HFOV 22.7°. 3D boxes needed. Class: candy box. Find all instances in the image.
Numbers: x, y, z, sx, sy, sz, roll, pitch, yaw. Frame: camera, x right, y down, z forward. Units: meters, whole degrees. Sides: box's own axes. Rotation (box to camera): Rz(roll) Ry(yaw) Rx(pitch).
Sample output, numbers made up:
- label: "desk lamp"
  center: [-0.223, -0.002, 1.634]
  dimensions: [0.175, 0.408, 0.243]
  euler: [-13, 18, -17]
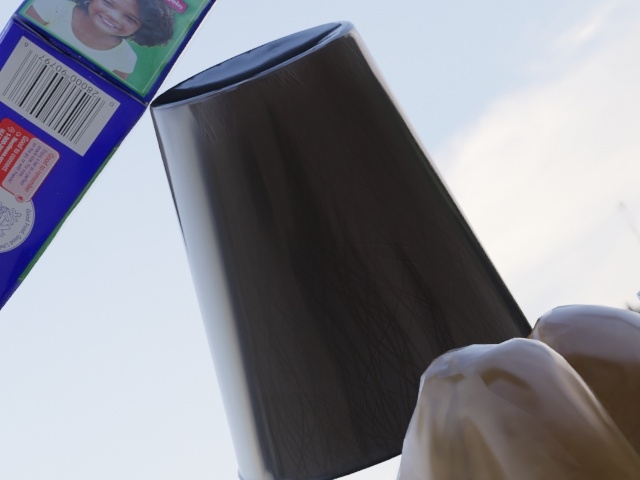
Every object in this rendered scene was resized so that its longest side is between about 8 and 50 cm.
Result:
- label: "candy box"
  center: [-0.189, -0.137, 1.266]
  dimensions: [0.268, 0.122, 0.317]
  euler: [-47, 14, 39]

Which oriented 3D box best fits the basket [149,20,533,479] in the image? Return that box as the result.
- label: "basket"
  center: [0.000, 0.000, 0.938]
  dimensions: [0.204, 0.227, 0.154]
  euler: [-27, 14, -14]

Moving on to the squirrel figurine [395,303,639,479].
- label: "squirrel figurine"
  center: [0.172, 0.202, 0.494]
  dimensions: [0.370, 0.397, 0.281]
  euler: [-9, -40, -49]

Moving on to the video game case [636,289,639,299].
- label: "video game case"
  center: [0.414, 0.033, 1.231]
  dimensions: [0.244, 0.269, 0.061]
  euler: [-51, 18, -7]
